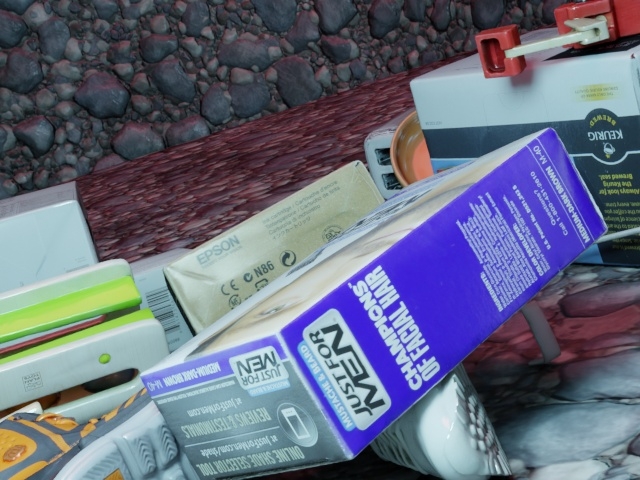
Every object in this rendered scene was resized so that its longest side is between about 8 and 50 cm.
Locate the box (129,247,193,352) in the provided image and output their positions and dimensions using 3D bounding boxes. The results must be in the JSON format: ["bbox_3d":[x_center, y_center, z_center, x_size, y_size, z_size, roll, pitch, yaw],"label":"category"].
[{"bbox_3d":[-0.180,0.071,1.513,0.102,0.101,0.087,-20,12,-29],"label":"box"}]

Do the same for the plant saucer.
[{"bbox_3d":[0.196,-0.111,1.803,0.200,0.037,0.200,0,54,0],"label":"plant saucer"}]

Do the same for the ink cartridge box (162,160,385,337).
[{"bbox_3d":[-0.046,0.021,1.387,0.235,0.088,0.193,-29,-5,-9],"label":"ink cartridge box"}]

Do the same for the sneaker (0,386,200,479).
[{"bbox_3d":[-0.159,0.155,1.056,0.180,0.124,0.321,-3,17,40],"label":"sneaker"}]

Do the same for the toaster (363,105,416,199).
[{"bbox_3d":[0.175,-0.133,1.956,0.227,0.129,0.146,1,23,45],"label":"toaster"}]

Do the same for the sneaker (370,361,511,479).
[{"bbox_3d":[0.078,0.139,0.974,0.095,0.090,0.235,-24,6,3],"label":"sneaker"}]

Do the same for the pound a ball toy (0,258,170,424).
[{"bbox_3d":[-0.298,0.164,1.250,0.319,0.135,0.208,-18,38,-16],"label":"pound a ball toy"}]

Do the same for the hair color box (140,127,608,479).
[{"bbox_3d":[0.048,0.046,0.999,0.339,0.110,0.185,-37,10,-39],"label":"hair color box"}]

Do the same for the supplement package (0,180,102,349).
[{"bbox_3d":[-0.346,0.045,1.605,0.149,0.194,0.203,-16,13,-8],"label":"supplement package"}]

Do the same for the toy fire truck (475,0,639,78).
[{"bbox_3d":[0.268,-0.214,1.305,0.192,0.047,0.135,-6,17,34],"label":"toy fire truck"}]

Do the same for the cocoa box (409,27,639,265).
[{"bbox_3d":[0.312,-0.115,1.452,0.231,0.227,0.347,-25,15,-32],"label":"cocoa box"}]

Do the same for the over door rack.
[{"bbox_3d":[0.174,0.022,1.299,0.240,0.108,0.324,-24,15,-35],"label":"over door rack"}]
